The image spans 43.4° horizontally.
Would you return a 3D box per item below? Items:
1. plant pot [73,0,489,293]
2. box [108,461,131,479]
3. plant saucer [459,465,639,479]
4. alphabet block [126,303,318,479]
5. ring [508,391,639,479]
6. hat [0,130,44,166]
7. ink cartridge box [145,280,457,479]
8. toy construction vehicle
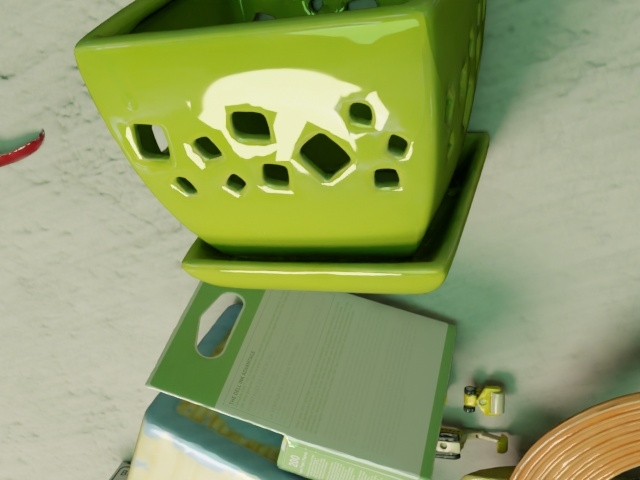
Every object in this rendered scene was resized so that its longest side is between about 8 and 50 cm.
[{"bbox_3d":[0.003,-0.090,0.573,0.227,0.228,0.207,0,124,21],"label":"plant pot"},{"bbox_3d":[-0.149,0.410,0.971,0.169,0.087,0.290,-5,114,23],"label":"box"},{"bbox_3d":[0.310,0.344,0.762,0.332,0.081,0.333,1,117,21],"label":"plant saucer"},{"bbox_3d":[-0.064,0.215,0.773,0.192,0.193,0.197,25,123,9],"label":"alphabet block"},{"bbox_3d":[0.315,0.251,0.646,0.336,0.032,0.337,9,120,16],"label":"ring"},{"bbox_3d":[-0.398,-0.036,0.872,0.208,0.183,0.173,29,128,57],"label":"hat"},{"bbox_3d":[-0.009,0.113,0.692,0.235,0.171,0.056,16,133,5],"label":"ink cartridge box"},{"bbox_3d":[0.129,0.163,0.769,0.098,0.035,0.086,-1,105,19],"label":"toy construction vehicle"}]
